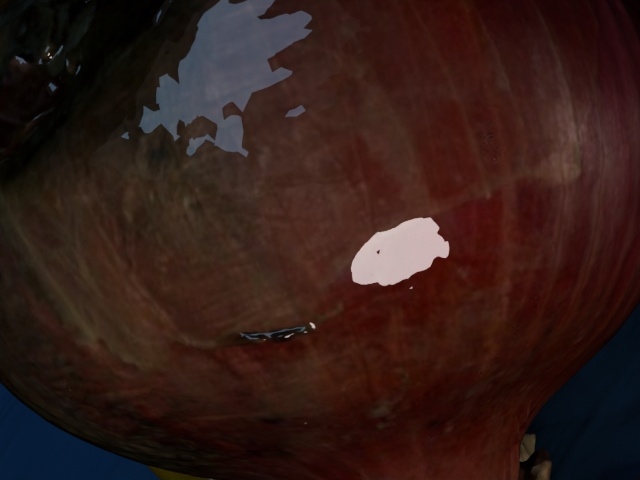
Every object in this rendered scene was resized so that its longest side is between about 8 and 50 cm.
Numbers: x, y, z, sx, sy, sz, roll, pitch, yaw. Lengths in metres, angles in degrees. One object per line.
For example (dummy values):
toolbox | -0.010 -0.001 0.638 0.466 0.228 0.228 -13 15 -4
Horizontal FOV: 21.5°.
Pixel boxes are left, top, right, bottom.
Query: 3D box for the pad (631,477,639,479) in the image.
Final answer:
pad | 0.105 0.263 0.678 0.250 0.055 0.323 -38 27 9

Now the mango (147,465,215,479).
mango | -0.058 0.091 0.927 0.101 0.066 0.187 -44 52 5

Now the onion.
onion | -0.009 -0.028 0.777 0.353 0.353 0.354 -20 50 26

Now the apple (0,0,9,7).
apple | -0.149 -0.183 1.079 0.234 0.234 0.234 -20 50 26
